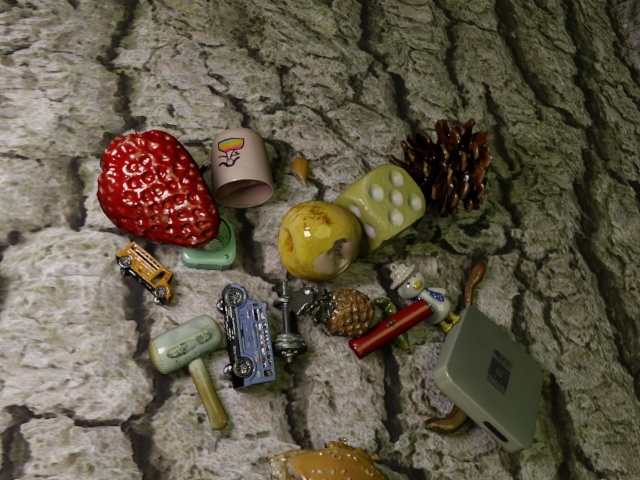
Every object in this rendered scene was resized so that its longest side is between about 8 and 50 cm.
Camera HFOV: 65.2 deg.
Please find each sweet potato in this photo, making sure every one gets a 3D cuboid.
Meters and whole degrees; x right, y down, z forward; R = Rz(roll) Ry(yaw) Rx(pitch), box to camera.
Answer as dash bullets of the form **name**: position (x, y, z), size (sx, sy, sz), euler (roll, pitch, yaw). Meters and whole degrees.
- **sweet potato**: position (0.555, 0.164, 1.820), size (0.050, 0.050, 0.214), euler (32, 66, -6)
- **sweet potato**: position (0.432, 0.561, 1.604), size (0.233, 0.062, 0.081), euler (-26, 61, -24)

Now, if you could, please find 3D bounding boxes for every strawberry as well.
- **strawberry**: position (-0.436, -0.109, 1.382), size (0.345, 0.318, 0.295), euler (43, 31, 13)

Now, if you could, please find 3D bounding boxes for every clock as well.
- **clock**: position (-0.340, -0.016, 1.539), size (0.159, 0.066, 0.211), euler (7, 66, -18)

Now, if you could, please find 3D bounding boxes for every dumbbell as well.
- **dumbbell**: position (-0.102, 0.243, 1.510), size (0.110, 0.110, 0.255), euler (3, 62, -20)

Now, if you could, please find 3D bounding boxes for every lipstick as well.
- **lipstick**: position (0.221, 0.280, 1.588), size (0.279, 0.073, 0.073), euler (-29, 81, -10)

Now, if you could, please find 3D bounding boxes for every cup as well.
- **cup**: position (-0.284, -0.226, 1.596), size (0.252, 0.191, 0.201), euler (-14, 68, 9)

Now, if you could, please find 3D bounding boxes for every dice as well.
- **dice**: position (0.190, -0.101, 1.677), size (0.233, 0.238, 0.227), euler (-35, 85, -29)

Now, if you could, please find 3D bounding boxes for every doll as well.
- **doll**: position (0.343, 0.184, 1.689), size (0.293, 0.119, 0.138), euler (45, 84, 1)

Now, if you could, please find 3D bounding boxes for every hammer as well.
- **hammer**: position (-0.327, 0.372, 1.371), size (0.201, 0.113, 0.306), euler (-25, 85, -24)

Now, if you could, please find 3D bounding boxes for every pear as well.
- **pear**: position (0.000, 0.000, 1.558), size (0.271, 0.271, 0.271), euler (8, 67, -18)

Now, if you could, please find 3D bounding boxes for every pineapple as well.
- **pineapple**: position (0.023, 0.201, 1.515), size (0.278, 0.157, 0.158), euler (20, 62, -30)

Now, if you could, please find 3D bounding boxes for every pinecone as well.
- **pinecone**: position (0.407, -0.259, 1.785), size (0.384, 0.384, 0.385), euler (8, 67, -18)

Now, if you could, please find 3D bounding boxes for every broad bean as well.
- **broad bean**: position (0.245, 0.279, 1.651), size (0.070, 0.048, 0.214), euler (-24, 78, -27)

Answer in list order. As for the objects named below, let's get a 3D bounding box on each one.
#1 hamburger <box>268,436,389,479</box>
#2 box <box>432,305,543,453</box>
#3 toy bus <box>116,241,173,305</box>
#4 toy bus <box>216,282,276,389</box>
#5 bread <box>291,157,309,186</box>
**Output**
- **hamburger**: position (0.087, 0.703, 1.306), size (0.286, 0.268, 0.446), euler (-27, 79, -32)
- **box**: position (0.557, 0.441, 1.640), size (0.367, 0.090, 0.373), euler (43, 42, -1)
- **toy bus**: position (-0.488, 0.097, 1.427), size (0.194, 0.083, 0.088), euler (41, 60, 0)
- **toy bus**: position (-0.212, 0.269, 1.438), size (0.133, 0.125, 0.292), euler (-2, 72, -28)
- **bread**: position (-0.072, -0.241, 1.742), size (0.062, 0.049, 0.103), euler (15, 63, -15)
